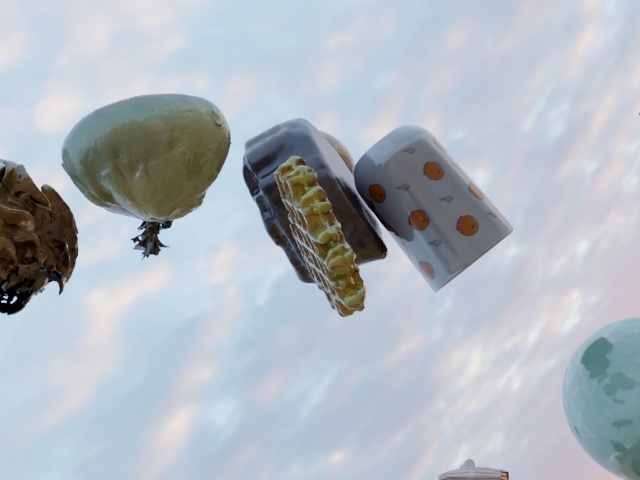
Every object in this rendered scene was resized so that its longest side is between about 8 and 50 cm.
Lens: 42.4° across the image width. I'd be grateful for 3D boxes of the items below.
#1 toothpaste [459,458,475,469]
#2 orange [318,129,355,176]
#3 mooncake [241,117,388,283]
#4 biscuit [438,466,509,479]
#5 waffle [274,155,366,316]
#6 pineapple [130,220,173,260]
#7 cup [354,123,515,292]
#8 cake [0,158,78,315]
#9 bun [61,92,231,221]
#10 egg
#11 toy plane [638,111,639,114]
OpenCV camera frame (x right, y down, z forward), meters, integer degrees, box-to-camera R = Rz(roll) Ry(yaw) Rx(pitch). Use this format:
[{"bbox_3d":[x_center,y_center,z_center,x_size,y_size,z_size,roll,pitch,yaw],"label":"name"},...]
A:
[{"bbox_3d":[0.306,0.526,1.799,0.031,0.048,0.190,-4,-39,-8],"label":"toothpaste"},{"bbox_3d":[-0.039,-0.161,2.160,0.274,0.274,0.274,-37,-31,-27],"label":"orange"},{"bbox_3d":[-0.021,-0.086,1.772,0.212,0.351,0.381,-27,4,7],"label":"mooncake"},{"bbox_3d":[0.227,0.350,1.220,0.130,0.102,0.019,16,-110,-66],"label":"biscuit"},{"bbox_3d":[-0.001,0.000,1.265,0.056,0.249,0.253,-26,-14,-7],"label":"waffle"},{"bbox_3d":[-0.336,-0.081,1.730,0.125,0.125,0.251,-10,-59,-52],"label":"pineapple"},{"bbox_3d":[0.227,-0.079,1.739,0.212,0.317,0.212,-37,-8,-6],"label":"cup"},{"bbox_3d":[-0.634,0.008,1.581,0.332,0.321,0.332,-156,90,-88],"label":"cake"},{"bbox_3d":[-0.286,-0.118,1.417,0.293,0.187,0.293,-11,-16,-3],"label":"bun"},{"bbox_3d":[0.541,0.259,1.343,0.276,0.276,0.389,-48,-3,-8],"label":"egg"},{"bbox_3d":[0.531,-0.192,1.231,0.037,0.060,0.145,17,-46,-43],"label":"toy plane"}]
